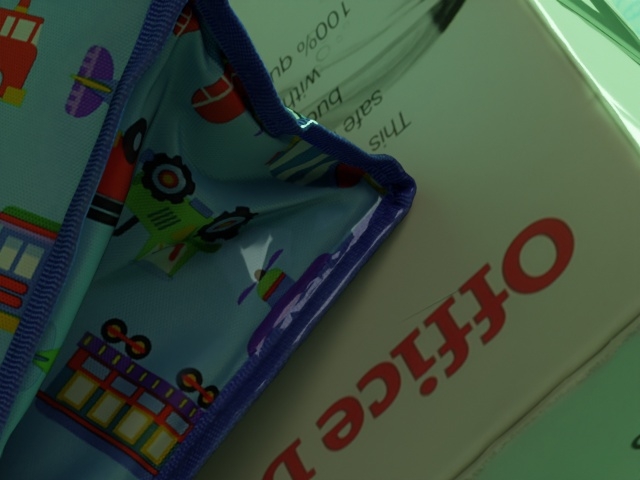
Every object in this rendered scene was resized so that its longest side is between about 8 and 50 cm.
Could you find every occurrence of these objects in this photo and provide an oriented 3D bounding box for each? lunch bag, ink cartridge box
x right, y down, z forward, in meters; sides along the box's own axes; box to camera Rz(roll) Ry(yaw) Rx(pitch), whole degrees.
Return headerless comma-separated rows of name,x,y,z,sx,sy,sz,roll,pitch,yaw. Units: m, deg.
lunch bag,-0.147,0.048,0.633,0.221,0.293,0.138,20,-15,43
ink cartridge box,0.000,0.000,0.776,0.166,0.285,0.395,29,24,-42

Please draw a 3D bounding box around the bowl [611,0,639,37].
bowl,0.140,-0.074,1.111,0.290,0.156,0.289,17,33,-12
